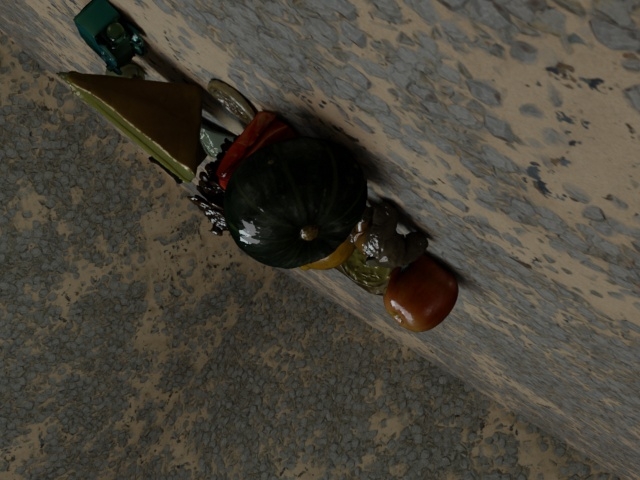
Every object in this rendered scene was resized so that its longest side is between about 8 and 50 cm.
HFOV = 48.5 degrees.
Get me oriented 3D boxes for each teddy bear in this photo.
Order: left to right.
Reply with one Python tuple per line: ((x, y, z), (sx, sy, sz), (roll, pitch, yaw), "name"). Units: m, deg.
((0.129, -0.014, 1.647), (0.177, 0.140, 0.190), (38, 180, -33), "teddy bear")

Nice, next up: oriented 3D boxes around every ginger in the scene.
((0.126, 0.067, 2.091), (0.275, 0.130, 0.221), (36, 177, 4), "ginger")

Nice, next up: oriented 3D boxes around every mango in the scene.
((-0.004, 0.000, 1.986), (0.120, 0.177, 0.294), (0, 166, -35), "mango")

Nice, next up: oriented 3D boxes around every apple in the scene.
((0.247, 0.136, 1.794), (0.199, 0.199, 0.199), (35, 171, 6), "apple")

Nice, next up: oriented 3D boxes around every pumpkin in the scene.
((-0.050, -0.082, 1.458), (0.300, 0.300, 0.207), (46, -164, -47), "pumpkin")

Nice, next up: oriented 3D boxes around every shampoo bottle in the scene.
((-0.548, -0.465, 2.027), (0.162, 0.079, 0.079), (27, 167, 48), "shampoo bottle")

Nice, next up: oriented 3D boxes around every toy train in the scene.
((-0.499, -0.482, 1.685), (0.154, 0.107, 0.198), (44, 170, -4), "toy train")

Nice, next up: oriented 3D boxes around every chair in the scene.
((-0.374, -0.264, 2.088), (0.319, 0.186, 0.160), (34, 158, 29), "chair")

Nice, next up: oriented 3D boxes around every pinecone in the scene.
((-0.202, -0.134, 1.810), (0.224, 0.273, 0.224), (31, 175, 3), "pinecone")

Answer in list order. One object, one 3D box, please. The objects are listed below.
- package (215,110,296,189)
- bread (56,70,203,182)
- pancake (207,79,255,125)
((-0.085, -0.119, 1.677), (0.123, 0.196, 0.423), (32, 172, 37), "package")
((-0.489, -0.296, 1.816), (0.361, 0.245, 0.233), (7, 178, -13), "bread")
((-0.200, -0.315, 1.648), (0.151, 0.025, 0.152), (35, 170, 7), "pancake")
